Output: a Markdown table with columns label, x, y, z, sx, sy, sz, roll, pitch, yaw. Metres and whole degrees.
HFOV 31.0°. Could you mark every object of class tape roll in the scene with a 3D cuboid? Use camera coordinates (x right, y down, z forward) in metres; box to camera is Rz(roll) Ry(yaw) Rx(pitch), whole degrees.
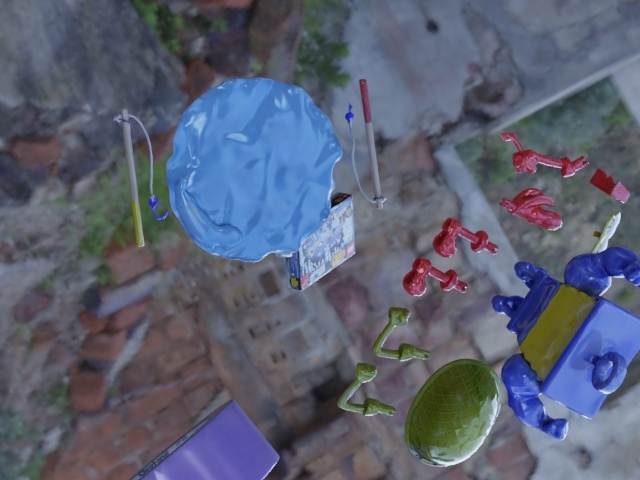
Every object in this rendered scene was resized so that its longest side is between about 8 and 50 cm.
| label | x | y | z | sx | sy | sz | roll | pitch | yaw |
| --- | --- | --- | --- | --- | --- | --- | --- | --- | --- |
| tape roll | -0.139 | 0.252 | 1.189 | 0.189 | 0.080 | 0.189 | -40 | 180 | 0 |

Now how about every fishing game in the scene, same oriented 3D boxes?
| label | x | y | z | sx | sy | sz | roll | pitch | yaw |
| --- | --- | --- | --- | --- | --- | --- | --- | --- | --- |
| fishing game | -0.066 | -0.070 | 1.158 | 0.264 | 0.189 | 0.041 | -13 | -167 | -17 |

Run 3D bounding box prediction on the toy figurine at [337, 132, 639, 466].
| label | x | y | z | sx | sy | sz | roll | pitch | yaw |
| --- | --- | --- | --- | --- | --- | --- | --- | --- | --- |
| toy figurine | 0.199 | 0.100 | 1.108 | 0.362 | 0.191 | 0.217 | -57 | -152 | 8 |

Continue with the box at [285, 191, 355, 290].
| label | x | y | z | sx | sy | sz | roll | pitch | yaw |
| --- | --- | --- | --- | --- | --- | --- | --- | --- | --- |
| box | 0.000 | 0.000 | 1.610 | 0.027 | 0.094 | 0.137 | 14 | -149 | 32 |
